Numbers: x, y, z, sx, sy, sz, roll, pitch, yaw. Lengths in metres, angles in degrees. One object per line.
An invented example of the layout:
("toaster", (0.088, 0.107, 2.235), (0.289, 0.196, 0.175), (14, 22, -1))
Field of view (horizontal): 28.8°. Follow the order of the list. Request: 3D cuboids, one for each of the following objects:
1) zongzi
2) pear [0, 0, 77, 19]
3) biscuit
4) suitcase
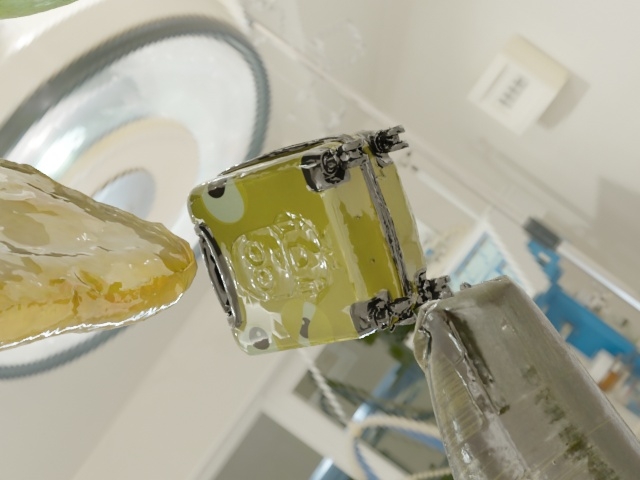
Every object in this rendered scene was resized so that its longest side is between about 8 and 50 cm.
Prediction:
("zongzi", (0.231, 0.279, 1.562), (0.208, 0.403, 0.432), (-26, -19, -21))
("pear", (-0.345, -0.400, 1.186), (0.391, 0.391, 0.391), (-54, -2, -2))
("biscuit", (-0.368, 0.000, 1.093), (0.446, 0.429, 0.104), (-19, -52, -62))
("suitcase", (0.000, 0.000, 1.209), (0.235, 0.194, 0.143), (-13, 8, 41))
